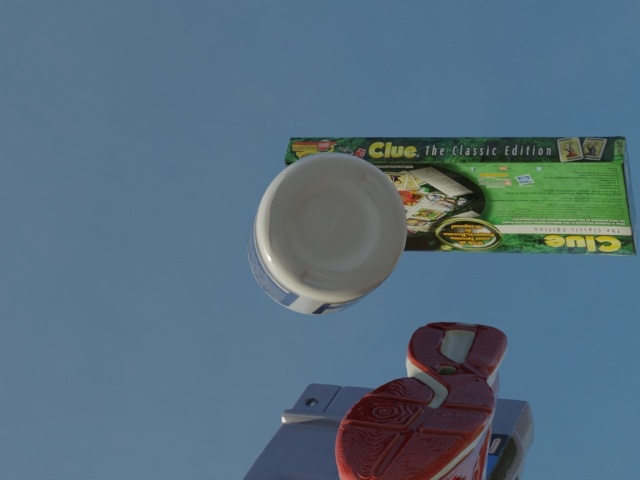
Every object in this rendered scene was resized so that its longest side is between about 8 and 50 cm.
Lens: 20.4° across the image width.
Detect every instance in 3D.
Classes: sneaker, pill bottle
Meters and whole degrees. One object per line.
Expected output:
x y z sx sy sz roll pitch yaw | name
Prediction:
0.071 0.146 1.097 0.221 0.087 0.128 -41 -47 -59 | sneaker
0.000 0.000 1.168 0.094 0.169 0.094 1 -97 -6 | pill bottle

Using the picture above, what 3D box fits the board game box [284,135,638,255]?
0.113 -0.034 1.390 0.136 0.260 0.030 70 -154 -54 | board game box

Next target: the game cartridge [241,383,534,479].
0.028 0.235 1.490 0.355 0.230 0.068 -52 -47 -53 | game cartridge
